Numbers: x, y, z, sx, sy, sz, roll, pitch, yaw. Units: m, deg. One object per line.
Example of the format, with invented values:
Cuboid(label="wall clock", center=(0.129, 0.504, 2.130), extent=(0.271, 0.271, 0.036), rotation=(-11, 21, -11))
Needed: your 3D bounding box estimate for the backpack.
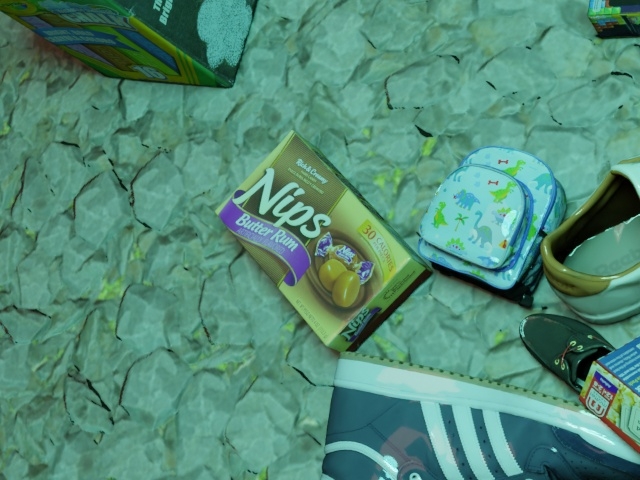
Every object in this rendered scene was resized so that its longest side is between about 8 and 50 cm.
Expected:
Cuboid(label="backpack", center=(0.145, -0.020, 1.036), extent=(0.105, 0.084, 0.114), rotation=(23, 83, 30))

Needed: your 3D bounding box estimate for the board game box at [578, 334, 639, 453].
Cuboid(label="board game box", center=(0.302, 0.129, 0.869), extent=(0.193, 0.147, 0.045), rotation=(43, 141, 33))

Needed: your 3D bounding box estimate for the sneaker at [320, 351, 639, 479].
Cuboid(label="sneaker", center=(0.121, 0.186, 0.971), extent=(0.282, 0.099, 0.153), rotation=(10, 79, 33))

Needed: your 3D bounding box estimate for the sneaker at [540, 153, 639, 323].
Cuboid(label="sneaker", center=(0.297, -0.037, 0.936), extent=(0.290, 0.123, 0.106), rotation=(-35, 58, 13))

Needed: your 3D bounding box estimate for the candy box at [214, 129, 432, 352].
Cuboid(label="candy box", center=(0.000, 0.000, 1.127), extent=(0.109, 0.053, 0.186), rotation=(-46, 59, 8))

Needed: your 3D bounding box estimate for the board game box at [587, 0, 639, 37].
Cuboid(label="board game box", center=(0.307, -0.257, 1.048), extent=(0.141, 0.048, 0.170), rotation=(4, 75, 28))

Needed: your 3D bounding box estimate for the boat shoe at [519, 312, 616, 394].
Cuboid(label="boat shoe", center=(0.209, 0.094, 0.988), extent=(0.133, 0.042, 0.049), rotation=(36, 94, 34))

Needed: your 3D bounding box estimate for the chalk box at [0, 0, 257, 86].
Cuboid(label="chalk box", center=(-0.204, -0.285, 1.194), extent=(0.179, 0.289, 0.180), rotation=(9, 78, 31))
